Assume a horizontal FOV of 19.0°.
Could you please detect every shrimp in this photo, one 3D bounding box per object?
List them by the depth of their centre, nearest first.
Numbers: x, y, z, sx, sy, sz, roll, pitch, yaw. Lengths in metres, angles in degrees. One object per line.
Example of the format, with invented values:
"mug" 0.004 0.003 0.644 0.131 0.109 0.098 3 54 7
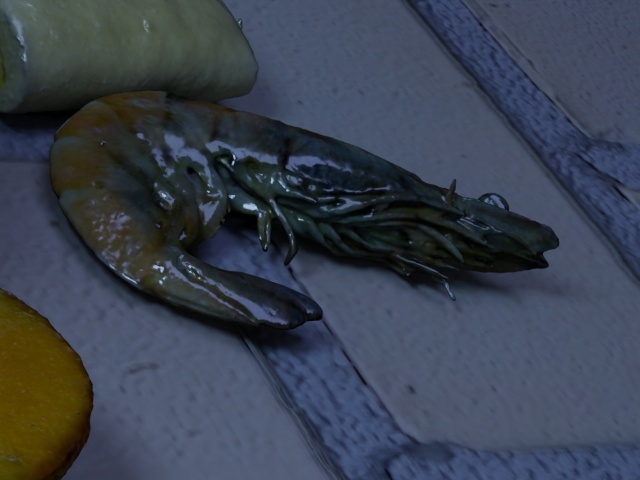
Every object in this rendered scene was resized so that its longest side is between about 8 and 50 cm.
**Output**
"shrimp" 0.000 0.000 1.005 0.296 0.058 0.169 15 39 -17

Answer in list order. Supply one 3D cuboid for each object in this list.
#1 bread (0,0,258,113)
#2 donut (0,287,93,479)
"bread" -0.133 -0.128 1.073 0.178 0.060 0.139 -9 47 -48
"donut" -0.177 0.071 0.728 0.162 0.065 0.178 33 30 17
